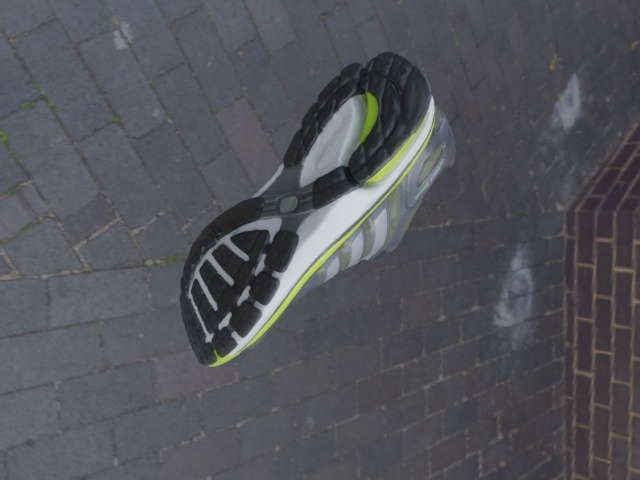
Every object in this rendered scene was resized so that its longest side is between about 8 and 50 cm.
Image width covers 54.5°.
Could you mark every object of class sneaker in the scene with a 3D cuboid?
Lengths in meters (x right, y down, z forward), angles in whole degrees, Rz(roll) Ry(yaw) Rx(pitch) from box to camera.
[{"bbox_3d":[0.000,0.000,0.505,0.300,0.111,0.121,-45,142,19],"label":"sneaker"}]
